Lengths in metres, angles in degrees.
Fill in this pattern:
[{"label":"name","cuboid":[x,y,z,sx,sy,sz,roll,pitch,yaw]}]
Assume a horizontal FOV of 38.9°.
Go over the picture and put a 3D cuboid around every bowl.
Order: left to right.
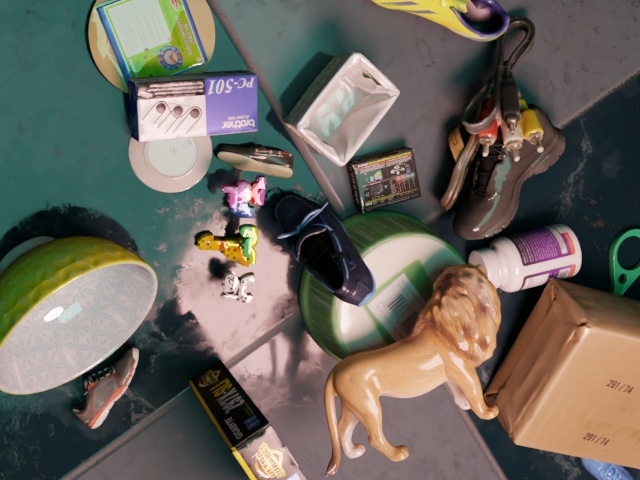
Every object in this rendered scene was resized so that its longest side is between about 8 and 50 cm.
[{"label":"bowl","cuboid":[-0.418,0.086,1.418,0.289,0.289,0.156,-41,69,-7]}]

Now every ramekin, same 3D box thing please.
[{"label":"ramekin","cuboid":[0.127,0.105,1.629,0.304,0.148,0.303,-4,103,-18]}]

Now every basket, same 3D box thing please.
[{"label":"basket","cuboid":[0.032,-0.227,1.552,0.113,0.103,0.167,39,88,-22]}]

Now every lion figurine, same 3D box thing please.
[{"label":"lion figurine","cuboid":[0.141,0.214,1.504,0.392,0.142,0.240,-26,101,-8]}]

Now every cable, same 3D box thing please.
[{"label":"cable","cuboid":[0.324,-0.272,1.624,0.140,0.072,0.287,-2,59,12]}]

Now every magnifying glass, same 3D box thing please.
[{"label":"magnifying glass","cuboid":[0.613,0.086,1.860,0.092,0.026,0.230,16,94,-21]}]

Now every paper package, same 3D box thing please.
[{"label":"paper package","cuboid":[0.533,0.262,1.749,0.325,0.168,0.309,14,118,-21]}]

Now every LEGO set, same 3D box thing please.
[{"label":"LEGO set","cuboid":[-0.158,-0.009,1.546,0.093,0.087,0.227,2,107,-16]}]

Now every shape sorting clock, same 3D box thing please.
[{"label":"shape sorting clock","cuboid":[-0.270,-0.331,1.460,0.206,0.040,0.206,-7,111,-19]}]

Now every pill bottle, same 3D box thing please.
[{"label":"pill bottle","cuboid":[0.386,0.037,1.725,0.194,0.108,0.108,-12,105,-16]}]

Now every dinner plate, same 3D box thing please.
[{"label":"dinner plate","cuboid":[-0.250,-0.149,1.520,0.141,0.017,0.141,-4,102,-20]}]

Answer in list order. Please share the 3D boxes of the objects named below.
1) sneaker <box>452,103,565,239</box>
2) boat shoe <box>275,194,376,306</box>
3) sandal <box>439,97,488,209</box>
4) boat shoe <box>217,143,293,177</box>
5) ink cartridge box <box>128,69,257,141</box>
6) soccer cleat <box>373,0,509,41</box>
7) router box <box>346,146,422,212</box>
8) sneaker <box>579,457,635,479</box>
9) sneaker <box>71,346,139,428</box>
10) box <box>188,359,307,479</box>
[{"label":"sneaker","cuboid":[0.324,-0.130,1.660,0.286,0.109,0.130,-53,130,-11]},{"label":"boat shoe","cuboid":[0.000,0.000,1.508,0.089,0.258,0.109,23,105,-51]},{"label":"sandal","cuboid":[0.255,-0.164,1.663,0.060,0.090,0.219,23,94,12]},{"label":"boat shoe","cuboid":[-0.110,-0.142,1.556,0.133,0.049,0.042,11,70,-14]},{"label":"ink cartridge box","cuboid":[-0.206,-0.221,1.481,0.207,0.046,0.097,-9,112,-26]},{"label":"soccer cleat","cuboid":[0.197,-0.422,1.558,0.289,0.121,0.093,17,95,-21]},{"label":"router box","cuboid":[0.115,-0.110,1.639,0.123,0.038,0.092,-16,106,-16]},{"label":"sneaker","cuboid":[0.629,0.505,1.921,0.069,0.082,0.209,-43,109,-4]},{"label":"sneaker","cuboid":[-0.367,0.243,1.539,0.065,0.061,0.158,33,89,-15]},{"label":"box","cuboid":[-0.096,0.362,1.514,0.079,0.322,0.257,-33,110,-11]}]
